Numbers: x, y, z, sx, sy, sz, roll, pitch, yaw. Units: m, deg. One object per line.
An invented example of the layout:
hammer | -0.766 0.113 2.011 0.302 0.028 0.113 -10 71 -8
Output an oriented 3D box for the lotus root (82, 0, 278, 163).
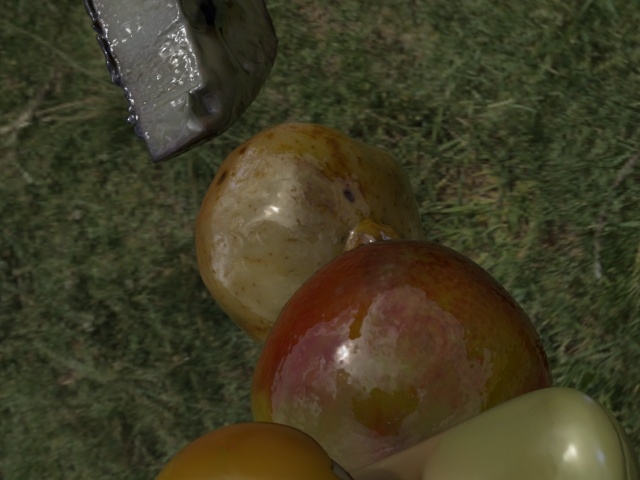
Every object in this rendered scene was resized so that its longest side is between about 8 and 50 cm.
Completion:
lotus root | -0.098 -0.171 0.786 0.074 0.170 0.261 -27 79 21

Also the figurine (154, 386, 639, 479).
figurine | -0.002 0.155 0.562 0.324 0.222 0.124 -33 50 29

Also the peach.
peach | 0.065 0.114 0.930 0.231 0.231 0.231 2 94 23

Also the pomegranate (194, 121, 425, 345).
pomegranate | 0.000 0.000 1.858 0.410 0.410 0.410 2 94 23
